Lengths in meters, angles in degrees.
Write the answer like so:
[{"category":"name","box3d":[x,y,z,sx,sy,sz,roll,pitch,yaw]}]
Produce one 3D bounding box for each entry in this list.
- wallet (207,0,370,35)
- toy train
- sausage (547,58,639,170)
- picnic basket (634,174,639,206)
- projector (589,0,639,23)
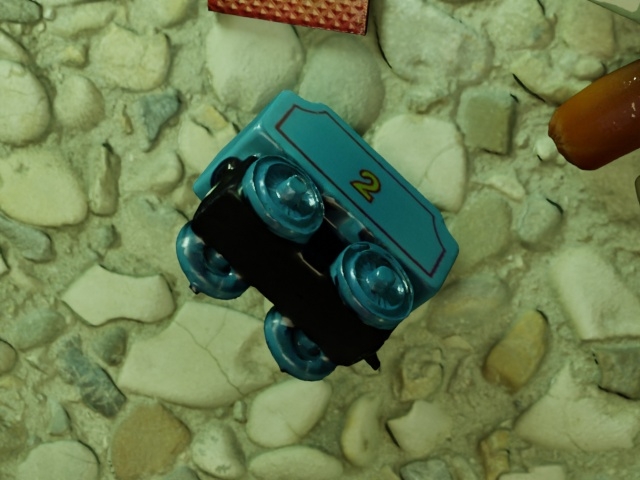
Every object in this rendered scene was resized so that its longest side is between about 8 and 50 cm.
[{"category":"wallet","box3d":[-0.037,-0.302,1.840,0.197,0.020,0.103,10,115,10]},{"category":"toy train","box3d":[0.000,0.000,1.832,0.300,0.265,0.188,43,128,-8]},{"category":"sausage","box3d":[0.386,-0.170,1.757,0.300,0.083,0.089,-30,115,25]},{"category":"picnic basket","box3d":[0.479,0.064,1.742,0.321,0.254,0.291,38,118,-16]},{"category":"projector","box3d":[0.321,-0.382,1.585,0.249,0.248,0.249,25,117,2]}]
